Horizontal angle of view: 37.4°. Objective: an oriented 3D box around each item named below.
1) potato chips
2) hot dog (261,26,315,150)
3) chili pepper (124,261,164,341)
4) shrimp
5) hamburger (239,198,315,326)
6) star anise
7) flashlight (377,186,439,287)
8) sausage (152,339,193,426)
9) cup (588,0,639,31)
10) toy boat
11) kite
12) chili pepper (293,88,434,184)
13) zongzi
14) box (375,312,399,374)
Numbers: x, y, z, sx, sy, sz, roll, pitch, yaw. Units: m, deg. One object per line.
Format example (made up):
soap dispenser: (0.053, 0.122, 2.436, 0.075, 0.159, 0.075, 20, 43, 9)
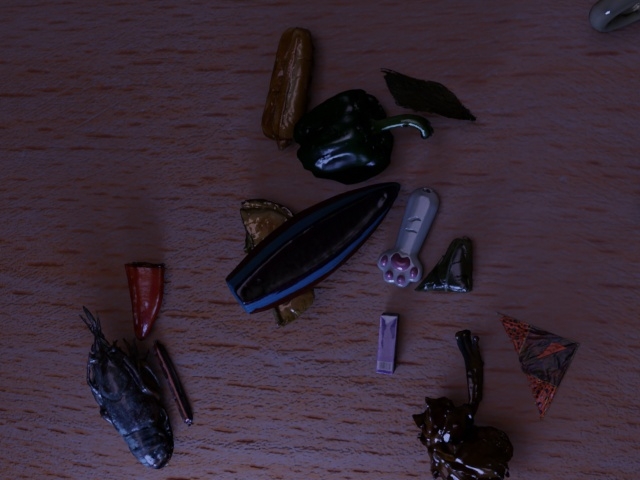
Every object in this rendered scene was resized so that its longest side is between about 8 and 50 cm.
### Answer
potato chips: (0.198, -0.273, 1.795, 0.209, 0.142, 0.026, 45, 136, 31)
hot dog: (-0.058, -0.302, 1.895, 0.102, 0.076, 0.249, 13, 93, 54)
chili pepper: (-0.376, 0.132, 2.007, 0.088, 0.065, 0.169, 5, 96, 18)
shrimp: (-0.426, 0.314, 1.983, 0.172, 0.137, 0.372, -27, 83, 20)
hamburger: (-0.080, 0.032, 1.891, 0.130, 0.124, 0.262, -19, 90, -8)
star anise: (0.272, 0.339, 1.760, 0.237, 0.148, 0.347, -5, 90, 60)
flashlight: (0.177, -0.007, 1.839, 0.093, 0.047, 0.200, 22, 98, 16)
sausage: (-0.314, 0.302, 2.006, 0.028, 0.025, 0.198, -33, 79, 47)
cup: (0.595, -0.456, 1.624, 0.255, 0.202, 0.173, 1, 91, 18)
toy boat: (0.000, 0.000, 1.809, 0.392, 0.079, 0.136, -35, 94, -6)
kite: (0.431, 0.218, 1.784, 0.125, 0.008, 0.222, -23, 84, 16)
chili pepper: (0.079, -0.207, 1.811, 0.261, 0.174, 0.165, -22, 59, 17)
zongzi: (0.236, 0.046, 1.822, 0.119, 0.055, 0.109, 0, 88, 28)
box: (0.132, 0.201, 1.854, 0.036, 0.050, 0.117, 4, 91, 10)
